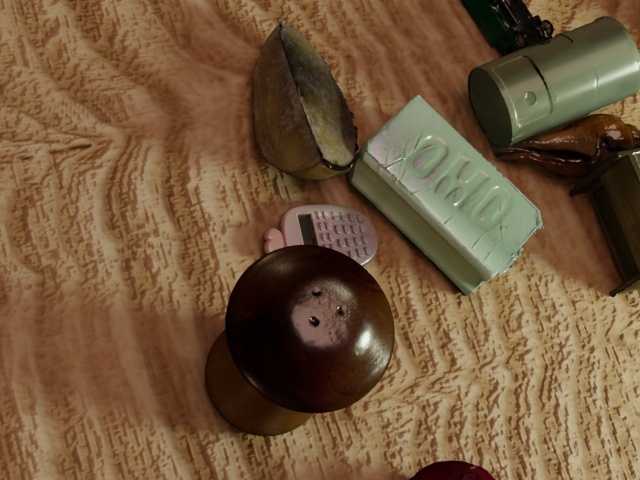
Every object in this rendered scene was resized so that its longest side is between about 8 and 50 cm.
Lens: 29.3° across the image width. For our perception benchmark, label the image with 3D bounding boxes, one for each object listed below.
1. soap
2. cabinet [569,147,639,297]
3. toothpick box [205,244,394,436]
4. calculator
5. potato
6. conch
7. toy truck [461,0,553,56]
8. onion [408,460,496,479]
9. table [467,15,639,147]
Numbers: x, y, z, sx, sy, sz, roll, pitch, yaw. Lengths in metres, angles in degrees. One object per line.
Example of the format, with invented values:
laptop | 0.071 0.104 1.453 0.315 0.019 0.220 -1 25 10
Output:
soap | 0.171 -0.062 1.690 0.261 0.094 0.150 44 62 3
cabinet | 0.510 -0.040 1.767 0.215 0.148 0.175 -11 72 -22
toothpick box | -0.037 0.126 1.425 0.192 0.294 0.192 7 67 -17
calculator | 0.000 0.000 1.645 0.165 0.024 0.103 -4 71 -23
potato | -0.027 -0.162 1.683 0.120 0.100 0.261 25 40 -46
conch | 0.376 -0.132 1.806 0.232 0.080 0.086 -21 56 -2
toy truck | 0.282 -0.339 1.852 0.065 0.079 0.147 -27 78 -28
onion | 0.203 0.356 1.513 0.218 0.140 0.195 -15 67 -28
table | 0.339 -0.230 1.777 0.220 0.126 0.126 -23 77 -13
